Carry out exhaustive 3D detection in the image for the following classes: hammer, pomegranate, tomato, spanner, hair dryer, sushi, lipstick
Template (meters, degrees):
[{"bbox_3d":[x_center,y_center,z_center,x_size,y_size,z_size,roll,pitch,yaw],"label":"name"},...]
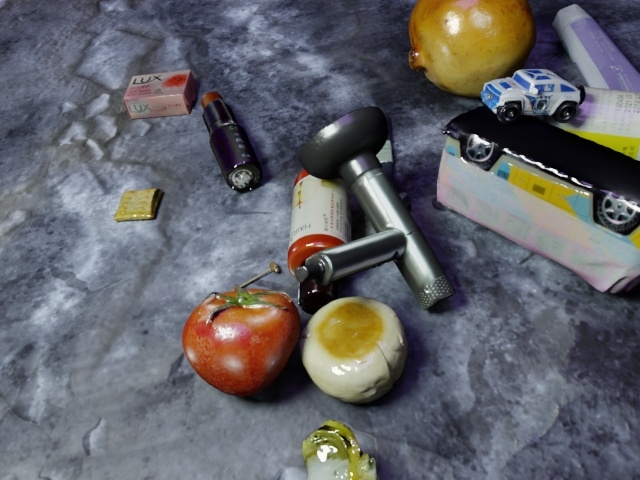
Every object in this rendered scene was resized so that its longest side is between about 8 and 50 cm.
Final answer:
[{"bbox_3d":[-0.124,0.072,1.082,0.123,0.014,0.029,-30,40,-16],"label":"hammer"},{"bbox_3d":[0.305,-0.421,1.337,0.264,0.264,0.264,-5,45,5],"label":"pomegranate"},{"bbox_3d":[-0.111,0.144,0.908,0.167,0.167,0.167,-5,45,5],"label":"tomato"},{"bbox_3d":[0.117,-0.152,1.253,0.087,0.024,0.316,-10,45,8],"label":"spanner"},{"bbox_3d":[0.061,-0.050,0.937,0.155,0.284,0.320,-34,68,22],"label":"hair dryer"},{"bbox_3d":[0.031,0.334,0.714,0.131,0.139,0.291,-13,46,8],"label":"sushi"},{"bbox_3d":[-0.192,-0.212,1.324,0.081,0.081,0.300,-20,46,-9],"label":"lipstick"}]

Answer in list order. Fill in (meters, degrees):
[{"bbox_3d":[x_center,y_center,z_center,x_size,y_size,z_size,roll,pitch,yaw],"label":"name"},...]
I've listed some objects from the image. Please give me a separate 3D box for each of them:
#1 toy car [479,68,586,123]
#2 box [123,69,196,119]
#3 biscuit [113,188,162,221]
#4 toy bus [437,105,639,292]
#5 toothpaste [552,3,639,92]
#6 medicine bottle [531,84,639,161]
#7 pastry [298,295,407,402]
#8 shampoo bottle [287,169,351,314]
[{"bbox_3d":[0.351,-0.238,1.057,0.170,0.070,0.080,-4,36,-13],"label":"toy car"},{"bbox_3d":[-0.369,-0.338,1.496,0.156,0.060,0.111,-4,44,5],"label":"box"},{"bbox_3d":[-0.354,-0.069,1.255,0.081,0.018,0.083,-4,45,6],"label":"biscuit"},{"bbox_3d":[0.374,-0.065,1.016,0.386,0.162,0.171,32,41,32],"label":"toy bus"},{"bbox_3d":[0.588,-0.362,1.343,0.125,0.080,0.371,-11,50,-2],"label":"toothpaste"},{"bbox_3d":[0.459,-0.206,1.160,0.258,0.143,0.143,13,50,21],"label":"medicine bottle"},{"bbox_3d":[0.048,0.154,0.917,0.156,0.092,0.156,-5,42,4],"label":"pastry"},{"bbox_3d":[0.000,0.000,1.065,0.104,0.104,0.278,-4,45,6],"label":"shampoo bottle"}]
